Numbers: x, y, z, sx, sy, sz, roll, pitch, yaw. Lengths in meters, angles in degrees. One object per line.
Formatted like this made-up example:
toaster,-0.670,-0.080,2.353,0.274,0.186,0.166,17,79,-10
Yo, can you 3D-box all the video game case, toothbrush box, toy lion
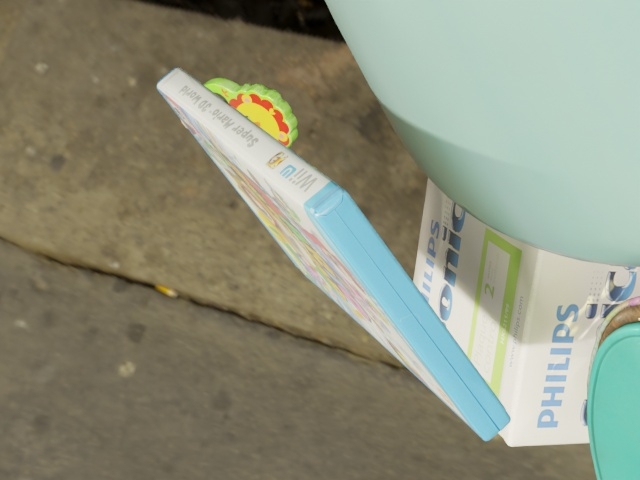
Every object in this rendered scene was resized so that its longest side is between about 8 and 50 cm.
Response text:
video game case,0.000,0.000,0.533,0.015,0.119,0.166,-40,31,-6
toothbrush box,0.201,-0.025,0.649,0.122,0.283,0.206,-136,51,-65
toy lion,-0.071,-0.114,1.300,0.100,0.034,0.096,42,137,-2

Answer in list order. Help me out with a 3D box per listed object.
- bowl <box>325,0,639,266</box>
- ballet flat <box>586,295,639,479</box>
bowl,0.099,-0.163,0.467,0.311,0.163,0.312,-17,60,33
ballet flat,0.149,0.107,0.503,0.077,0.079,0.221,10,121,50
